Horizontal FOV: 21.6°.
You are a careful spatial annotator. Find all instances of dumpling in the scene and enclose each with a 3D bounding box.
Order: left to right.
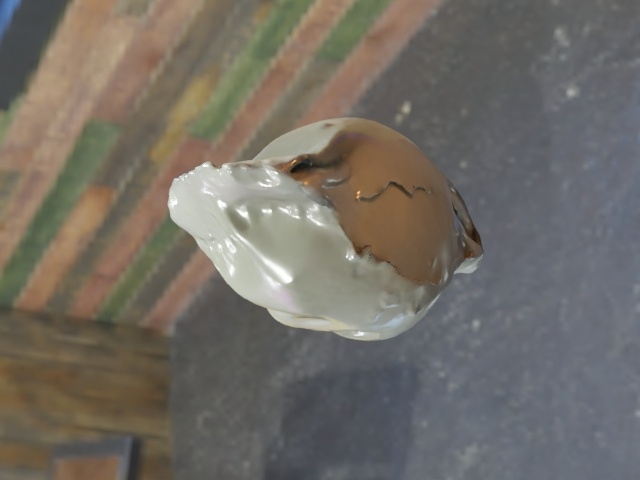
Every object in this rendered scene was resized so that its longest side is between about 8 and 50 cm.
[{"bbox_3d":[0.000,0.000,0.847,0.127,0.188,0.108,-22,64,36],"label":"dumpling"}]
